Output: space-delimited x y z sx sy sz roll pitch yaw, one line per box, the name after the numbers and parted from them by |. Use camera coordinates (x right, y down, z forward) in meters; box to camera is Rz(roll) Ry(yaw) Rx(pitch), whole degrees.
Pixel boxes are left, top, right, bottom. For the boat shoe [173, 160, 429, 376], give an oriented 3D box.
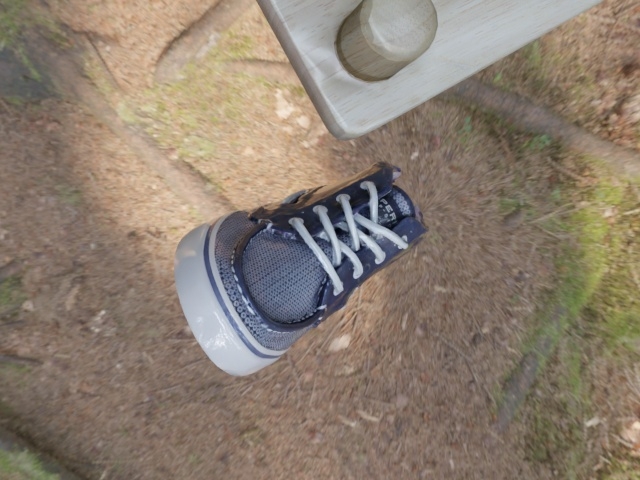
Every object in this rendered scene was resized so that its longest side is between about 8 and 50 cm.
0.000 0.000 0.754 0.158 0.340 0.127 -28 97 14 | boat shoe

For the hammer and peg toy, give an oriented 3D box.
0.105 -0.239 0.470 0.361 0.127 0.266 -29 95 -12 | hammer and peg toy
